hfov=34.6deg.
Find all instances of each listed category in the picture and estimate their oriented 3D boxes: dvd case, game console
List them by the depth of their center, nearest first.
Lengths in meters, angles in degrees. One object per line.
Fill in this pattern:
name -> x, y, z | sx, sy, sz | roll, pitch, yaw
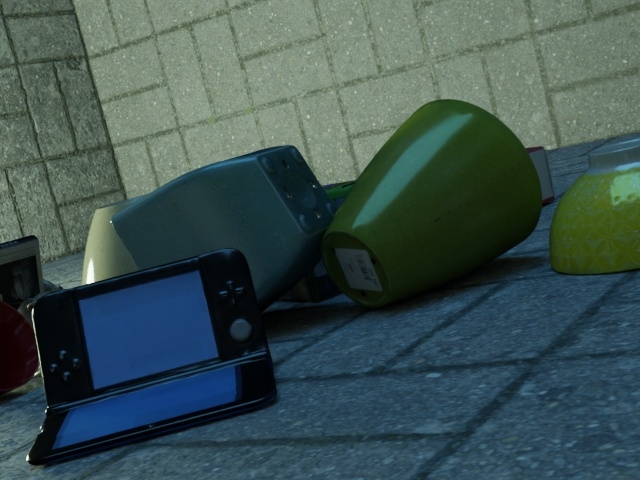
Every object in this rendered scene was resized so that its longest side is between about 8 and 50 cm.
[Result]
game console -> -0.215, 0.132, 1.261 | 0.293, 0.250, 0.173 | -14, -20, -3
dvd case -> -0.588, 0.120, 1.868 | 0.179, 0.238, 0.030 | -19, 34, -33

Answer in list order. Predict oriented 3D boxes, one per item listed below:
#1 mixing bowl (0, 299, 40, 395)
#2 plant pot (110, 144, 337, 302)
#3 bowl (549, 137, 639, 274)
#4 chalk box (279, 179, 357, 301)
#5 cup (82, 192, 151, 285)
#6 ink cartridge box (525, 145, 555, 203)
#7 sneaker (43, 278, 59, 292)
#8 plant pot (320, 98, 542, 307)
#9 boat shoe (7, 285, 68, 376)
mixing bowl -> -0.543, 0.184, 1.611 | 0.098, 0.181, 0.181 | -46, -11, 31
plant pot -> -0.119, -0.017, 1.615 | 0.252, 0.247, 0.248 | -33, -3, 27
bowl -> 0.460, -0.064, 1.483 | 0.290, 0.156, 0.289 | -13, 7, 2
chalk box -> 0.000, 0.000, 1.827 | 0.179, 0.180, 0.289 | -20, 9, -33
cup -> -0.326, 0.030, 2.017 | 0.331, 0.236, 0.331 | -13, 7, 2
ink cartridge box -> 0.322, -0.110, 2.266 | 0.226, 0.131, 0.306 | -20, 7, -36
sneaker -> -0.759, 0.178, 2.363 | 0.341, 0.125, 0.139 | -11, 34, 3
plant pot -> 0.146, -0.033, 1.589 | 0.293, 0.274, 0.275 | -37, 19, -34
boat shoe -> -0.462, 0.151, 1.740 | 0.355, 0.130, 0.132 | -8, 9, 41
